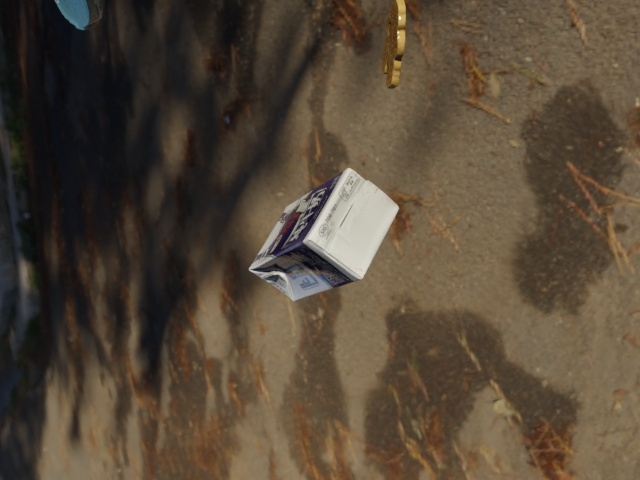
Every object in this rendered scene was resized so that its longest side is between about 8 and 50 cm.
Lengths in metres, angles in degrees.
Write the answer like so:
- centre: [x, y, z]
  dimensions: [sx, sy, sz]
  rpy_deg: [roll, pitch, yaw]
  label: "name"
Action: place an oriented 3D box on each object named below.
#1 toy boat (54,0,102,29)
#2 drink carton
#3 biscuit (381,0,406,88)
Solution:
- centre: [-0.510, -0.542, 1.649]
  dimensions: [0.215, 0.088, 0.102]
  rpy_deg: [93, -163, -61]
  label: "toy boat"
- centre: [0.000, -0.001, 1.145]
  dimensions: [0.222, 0.102, 0.134]
  rpy_deg: [-26, 32, 60]
  label: "drink carton"
- centre: [0.197, -0.525, 2.032]
  dimensions: [0.236, 0.040, 0.144]
  rpy_deg: [99, 161, -44]
  label: "biscuit"
